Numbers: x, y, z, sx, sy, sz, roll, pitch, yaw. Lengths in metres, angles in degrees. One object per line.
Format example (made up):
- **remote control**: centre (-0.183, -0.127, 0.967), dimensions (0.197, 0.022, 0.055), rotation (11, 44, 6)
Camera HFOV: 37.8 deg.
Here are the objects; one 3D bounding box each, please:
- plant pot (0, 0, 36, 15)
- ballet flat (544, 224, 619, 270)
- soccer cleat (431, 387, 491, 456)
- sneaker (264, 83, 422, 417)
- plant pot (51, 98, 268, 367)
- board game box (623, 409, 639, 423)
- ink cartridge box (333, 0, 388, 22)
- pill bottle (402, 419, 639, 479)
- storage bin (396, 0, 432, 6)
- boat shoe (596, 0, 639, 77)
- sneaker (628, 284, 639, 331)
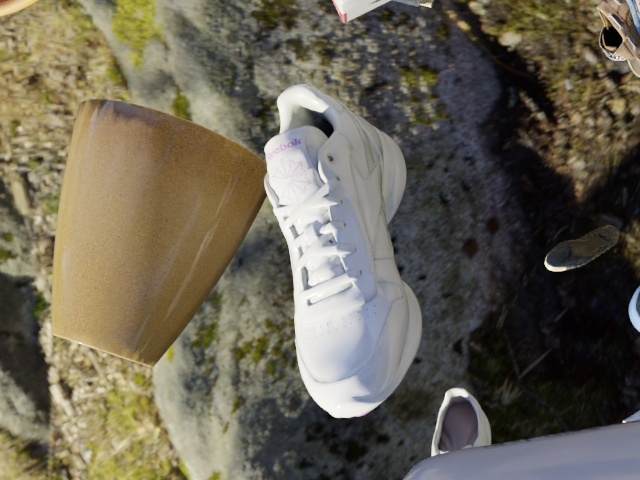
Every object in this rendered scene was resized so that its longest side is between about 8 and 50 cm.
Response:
- **plant pot**: centre (-0.200, -0.264, 0.542), dimensions (0.205, 0.188, 0.205), rotation (7, 133, 7)
- **ballet flat**: centre (0.470, 0.022, 1.673), dimensions (0.057, 0.173, 0.049), rotation (52, 149, 31)
- **soccer cleat**: centre (0.125, 0.221, 0.812), dimensions (0.068, 0.196, 0.076), rotation (-12, 136, 14)
- **sneaker**: centre (0.000, 0.000, 0.774), dimensions (0.114, 0.152, 0.305), rotation (-26, 46, 26)
- **plant pot**: centre (-0.203, 0.004, 1.056), dimensions (0.237, 0.237, 0.254), rotation (15, 78, 18)
- **board game box**: centre (0.377, 0.192, 0.962), dimensions (0.090, 0.090, 0.020), rotation (27, 132, 52)
- **ink cartridge box**: centre (0.013, -0.289, 0.806), dimensions (0.072, 0.127, 0.175), rotation (-25, 94, 5)
- **pill bottle**: centre (0.114, 0.146, 0.331), dimensions (0.283, 0.160, 0.160), rotation (-10, 98, 2)
- **storage bin**: centre (0.031, -0.384, 1.177), dimensions (0.261, 0.262, 0.123), rotation (16, 107, 6)
- **boat shoe**: centre (0.465, -0.314, 1.439), dimensions (0.066, 0.066, 0.183), rotation (-35, 130, 3)
- **sneaker**: centre (0.417, 0.026, 0.923), dimensions (0.232, 0.090, 0.081), rotation (-27, 70, 9)
